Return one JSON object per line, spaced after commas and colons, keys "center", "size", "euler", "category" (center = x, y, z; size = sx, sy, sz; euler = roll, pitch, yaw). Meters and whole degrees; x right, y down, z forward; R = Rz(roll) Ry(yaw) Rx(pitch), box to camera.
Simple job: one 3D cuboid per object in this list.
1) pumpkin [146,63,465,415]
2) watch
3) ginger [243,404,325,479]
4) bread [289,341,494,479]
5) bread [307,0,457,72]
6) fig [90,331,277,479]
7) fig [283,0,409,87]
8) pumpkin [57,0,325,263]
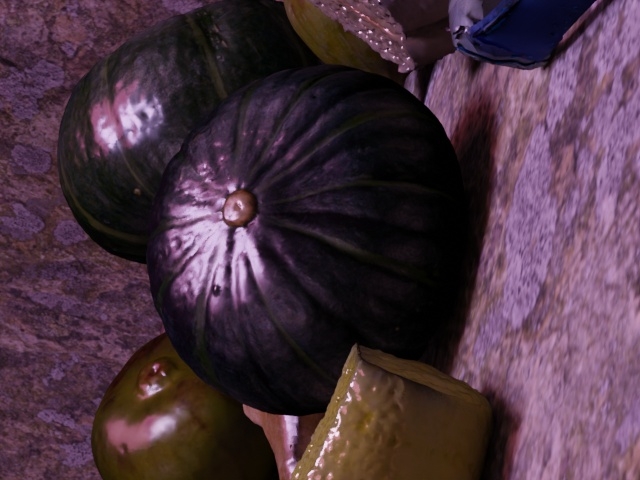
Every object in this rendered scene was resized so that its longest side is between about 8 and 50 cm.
{"center": [0.000, 0.000, 1.357], "size": [0.250, 0.216, 0.250], "euler": [-9, 78, 48], "category": "pumpkin"}
{"center": [0.149, -0.254, 1.139], "size": [0.274, 0.068, 0.276], "euler": [126, 156, -70], "category": "watch"}
{"center": [-0.011, 0.106, 1.520], "size": [0.081, 0.148, 0.334], "euler": [38, -137, -60], "category": "ginger"}
{"center": [0.042, 0.130, 1.132], "size": [0.129, 0.111, 0.114], "euler": [-134, 61, -82], "category": "bread"}
{"center": [0.026, -0.264, 1.480], "size": [0.337, 0.183, 0.102], "euler": [39, 164, 38], "category": "bread"}
{"center": [-0.116, 0.199, 1.916], "size": [0.203, 0.203, 0.225], "euler": [-88, -24, -51], "category": "fig"}
{"center": [0.052, -0.151, 1.576], "size": [0.149, 0.149, 0.245], "euler": [131, 129, -73], "category": "fig"}
{"center": [-0.099, -0.102, 1.758], "size": [0.207, 0.300, 0.300], "euler": [66, 161, 13], "category": "pumpkin"}
